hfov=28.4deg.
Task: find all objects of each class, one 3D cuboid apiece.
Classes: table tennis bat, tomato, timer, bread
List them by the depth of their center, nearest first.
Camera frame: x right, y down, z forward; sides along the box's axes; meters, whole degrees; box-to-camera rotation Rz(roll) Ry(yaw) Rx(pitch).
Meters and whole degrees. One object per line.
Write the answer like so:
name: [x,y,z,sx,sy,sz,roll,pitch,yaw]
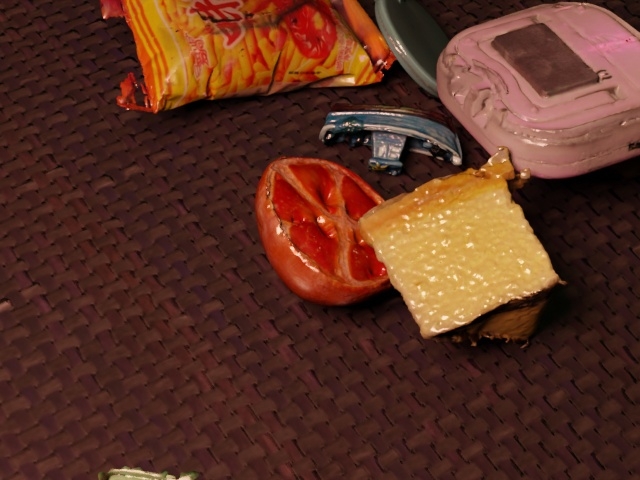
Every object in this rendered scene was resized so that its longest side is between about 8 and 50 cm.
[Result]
bread: [0.118,0.019,1.074,0.152,0.127,0.147,-15,59,-15]
tomato: [0.000,0.000,1.100,0.155,0.069,0.156,25,39,-22]
timer: [0.217,-0.143,1.151,0.190,0.069,0.208,-19,44,-16]
table tennis bat: [0.080,-0.226,1.253,0.201,0.033,0.124,55,28,3]

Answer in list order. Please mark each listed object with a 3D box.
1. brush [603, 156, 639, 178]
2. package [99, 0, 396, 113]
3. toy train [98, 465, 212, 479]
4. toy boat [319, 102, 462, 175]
brush: [0.336,-0.081,1.201,0.301,0.071,0.084,31,54,17]
package: [-0.081,-0.220,1.243,0.288,0.108,0.223,-9,60,-18]
toy train: [-0.052,0.270,0.860,0.271,0.159,0.188,7,43,1]
toy boat: [0.067,-0.094,1.199,0.137,0.060,0.061,6,78,-1]
